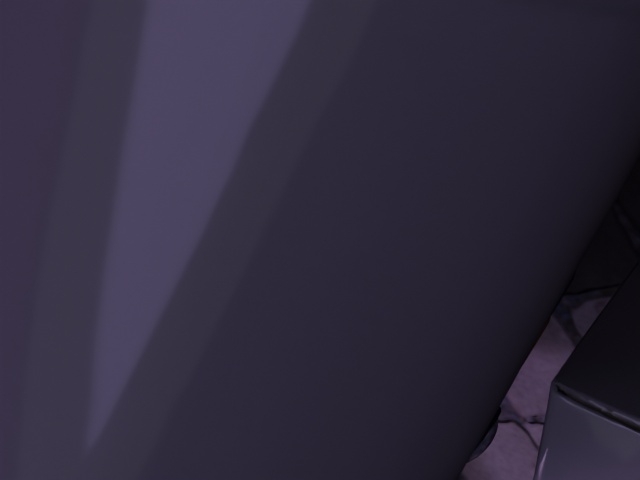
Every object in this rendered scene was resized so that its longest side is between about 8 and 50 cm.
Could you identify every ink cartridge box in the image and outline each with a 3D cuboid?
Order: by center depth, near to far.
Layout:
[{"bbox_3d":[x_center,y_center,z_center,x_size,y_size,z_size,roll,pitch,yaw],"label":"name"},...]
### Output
[{"bbox_3d":[0.205,0.135,0.800,0.121,0.211,0.289,24,136,23],"label":"ink cartridge box"}]

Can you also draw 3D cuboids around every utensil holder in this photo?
[{"bbox_3d":[-0.031,-0.048,0.651,0.327,0.327,0.385,31,120,13],"label":"utensil holder"}]

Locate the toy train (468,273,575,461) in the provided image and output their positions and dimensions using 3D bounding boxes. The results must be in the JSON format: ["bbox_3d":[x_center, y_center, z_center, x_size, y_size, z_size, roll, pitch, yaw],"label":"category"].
[{"bbox_3d":[0.000,0.000,0.912,0.334,0.142,0.190,41,128,4],"label":"toy train"}]
